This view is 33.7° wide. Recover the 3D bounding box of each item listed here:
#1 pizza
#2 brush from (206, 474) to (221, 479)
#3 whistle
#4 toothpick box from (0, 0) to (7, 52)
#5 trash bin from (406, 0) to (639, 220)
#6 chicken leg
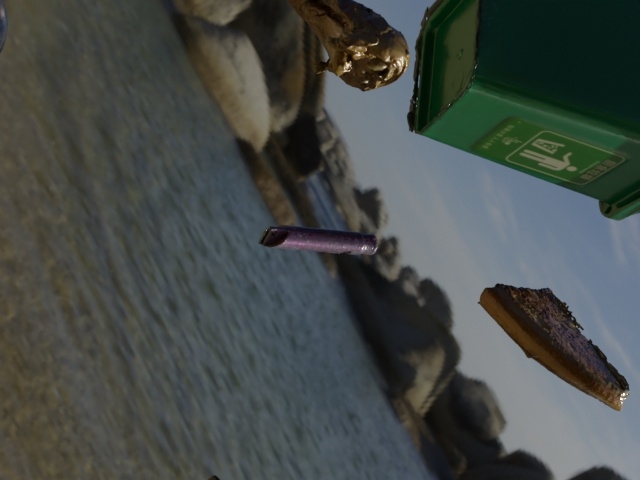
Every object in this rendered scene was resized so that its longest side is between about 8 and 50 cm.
[{"bbox_3d":[0.229,0.086,1.090,0.185,0.036,0.176,34,19,-16],"label":"pizza"},{"bbox_3d":[-0.167,0.387,1.516,0.063,0.016,0.193,52,-41,7],"label":"brush"},{"bbox_3d":[0.000,0.000,1.433,0.033,0.177,0.033,-16,-108,58],"label":"whistle"},{"bbox_3d":[-0.362,-0.271,0.922,0.192,0.192,0.294,58,29,-62],"label":"toothpick box"},{"bbox_3d":[0.332,-0.220,1.384,0.259,0.381,0.295,140,-40,-64],"label":"trash bin"},{"bbox_3d":[0.008,-0.249,1.191,0.207,0.101,0.085,43,-39,-2],"label":"chicken leg"}]
